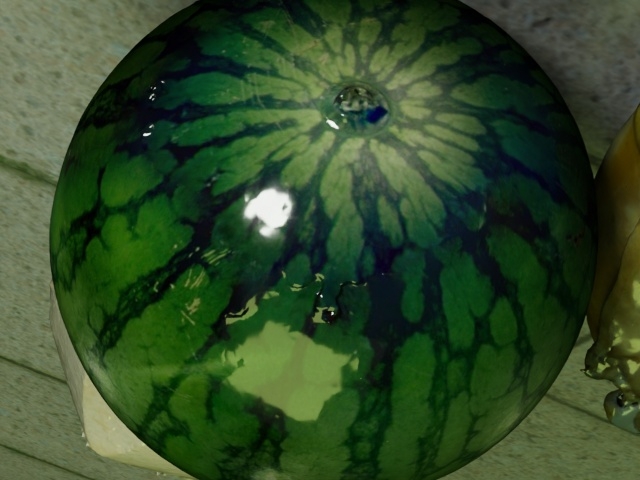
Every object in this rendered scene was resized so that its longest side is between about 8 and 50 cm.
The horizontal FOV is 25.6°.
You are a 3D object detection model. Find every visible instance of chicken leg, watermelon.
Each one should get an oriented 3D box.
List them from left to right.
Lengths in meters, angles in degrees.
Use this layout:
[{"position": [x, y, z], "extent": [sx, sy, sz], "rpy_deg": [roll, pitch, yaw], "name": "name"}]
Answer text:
[{"position": [0.000, 0.000, 0.875], "extent": [0.363, 0.363, 0.363], "rpy_deg": [13, 153, 7], "name": "watermelon"}, {"position": [0.237, -0.060, 0.820], "extent": [0.201, 0.153, 0.429], "rpy_deg": [-20, 143, -10], "name": "chicken leg"}]

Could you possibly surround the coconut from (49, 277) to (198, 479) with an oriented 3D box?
[{"position": [-0.112, 0.079, 1.194], "extent": [0.247, 0.245, 0.245], "rpy_deg": [10, 153, -1], "name": "coconut"}]
